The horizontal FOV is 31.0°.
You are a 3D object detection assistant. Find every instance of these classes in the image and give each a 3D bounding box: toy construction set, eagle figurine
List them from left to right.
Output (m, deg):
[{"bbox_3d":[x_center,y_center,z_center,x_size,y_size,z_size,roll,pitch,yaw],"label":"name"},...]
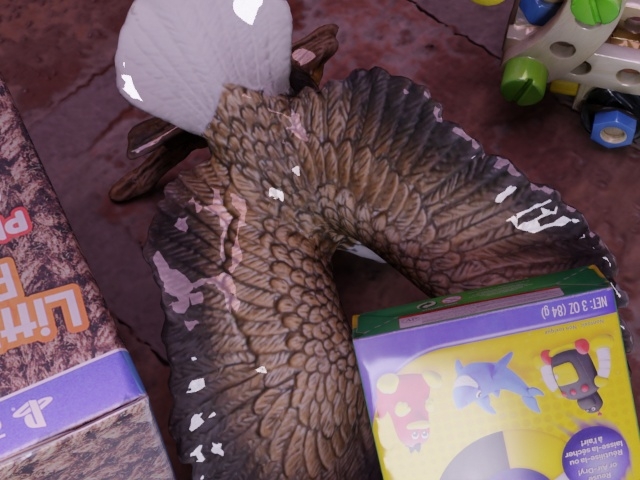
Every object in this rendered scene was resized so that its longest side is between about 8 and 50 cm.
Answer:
[{"bbox_3d":[0.009,0.000,0.667,0.225,0.226,0.298,-7,53,-28],"label":"eagle figurine"},{"bbox_3d":[0.245,-0.132,0.722,0.328,0.215,0.151,25,64,14],"label":"toy construction set"}]

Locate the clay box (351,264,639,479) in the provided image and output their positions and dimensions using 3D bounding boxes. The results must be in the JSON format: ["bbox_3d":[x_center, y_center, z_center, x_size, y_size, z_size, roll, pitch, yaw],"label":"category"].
[{"bbox_3d":[0.100,0.134,0.583,0.127,0.053,0.222,-13,100,4],"label":"clay box"}]

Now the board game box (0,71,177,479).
[{"bbox_3d":[-0.195,0.038,0.616,0.141,0.232,0.291,-23,63,-13],"label":"board game box"}]
